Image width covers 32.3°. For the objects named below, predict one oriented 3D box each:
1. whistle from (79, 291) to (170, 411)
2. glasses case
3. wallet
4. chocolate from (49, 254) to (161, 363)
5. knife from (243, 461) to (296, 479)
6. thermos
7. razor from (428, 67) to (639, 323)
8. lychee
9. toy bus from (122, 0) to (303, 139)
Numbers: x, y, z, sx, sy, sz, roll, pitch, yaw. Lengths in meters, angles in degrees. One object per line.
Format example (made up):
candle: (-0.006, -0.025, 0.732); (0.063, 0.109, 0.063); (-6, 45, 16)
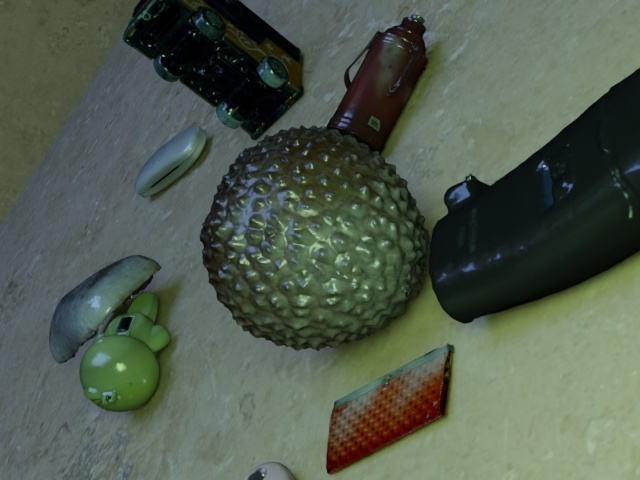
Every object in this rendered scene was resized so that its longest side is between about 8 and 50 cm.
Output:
whistle: (-0.324, 0.198, 1.900); (0.141, 0.141, 0.294); (-46, 7, 20)
glasses case: (-0.323, -0.168, 2.372); (0.233, 0.059, 0.092); (-31, 36, 42)
wallet: (0.077, 0.197, 1.286); (0.196, 0.020, 0.103); (-34, 32, 38)
chocolate: (-0.419, 0.118, 2.068); (0.185, 0.100, 0.303); (-43, 6, -34)
knife: (-0.021, 0.345, 1.238); (0.081, 0.043, 0.336); (-35, 25, -9)
thermos: (0.101, -0.246, 1.685); (0.232, 0.099, 0.124); (-61, 22, -11)
razor: (0.257, -0.039, 1.156); (0.327, 0.107, 0.189); (-35, 32, 38)
lychee: (-0.001, -0.005, 1.371); (0.300, 0.300, 0.300); (-40, 29, 28)
toy bus: (-0.195, -0.366, 2.087); (0.162, 0.323, 0.194); (-40, 26, 29)
